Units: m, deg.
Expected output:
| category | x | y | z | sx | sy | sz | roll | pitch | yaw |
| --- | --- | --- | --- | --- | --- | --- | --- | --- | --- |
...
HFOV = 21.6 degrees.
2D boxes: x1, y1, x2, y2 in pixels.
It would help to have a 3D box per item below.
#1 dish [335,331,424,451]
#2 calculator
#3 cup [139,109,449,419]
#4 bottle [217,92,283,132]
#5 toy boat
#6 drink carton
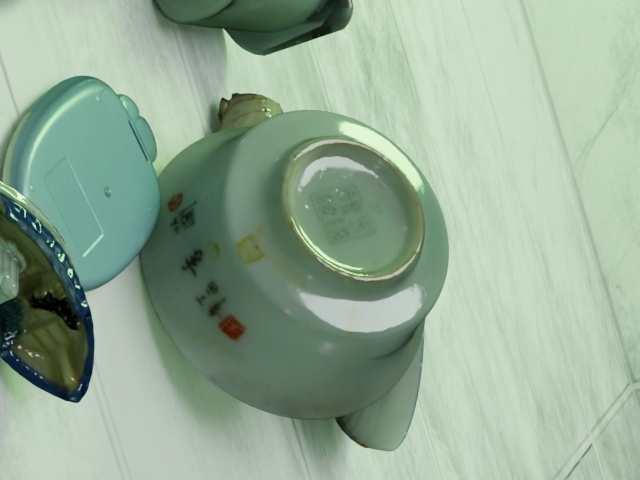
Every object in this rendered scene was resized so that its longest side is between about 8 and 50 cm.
| category | x | y | z | sx | sy | sz | roll | pitch | yaw |
| --- | --- | --- | --- | --- | --- | --- | --- | --- | --- |
| dish | 0.028 | 0.113 | 2.011 | 0.273 | 0.134 | 0.273 | -176 | -90 | -77 |
| calculator | -0.227 | -0.062 | 1.658 | 0.188 | 0.042 | 0.302 | 65 | 28 | -20 |
| cup | 0.000 | 0.000 | 1.768 | 0.347 | 0.163 | 0.347 | 14 | 60 | -24 |
| bottle | -0.076 | -0.111 | 1.974 | 0.099 | 0.099 | 0.152 | 49 | 30 | -45 |
| toy boat | -0.266 | 0.043 | 1.402 | 0.115 | 0.114 | 0.262 | -101 | 164 | -44 |
| drink carton | -0.096 | -0.314 | 1.967 | 0.190 | 0.191 | 0.185 | -13 | 91 | -57 |
